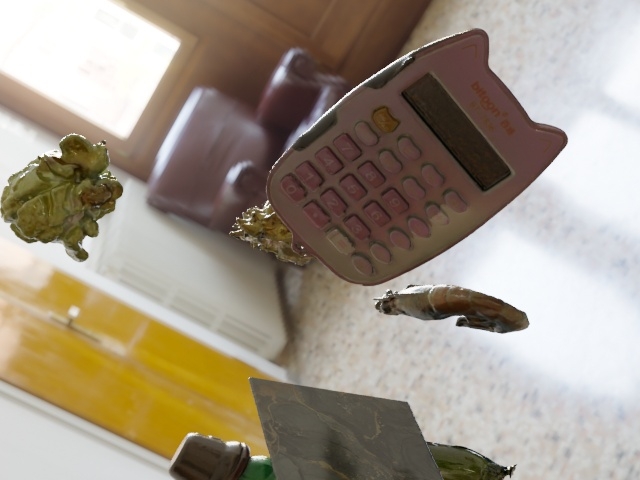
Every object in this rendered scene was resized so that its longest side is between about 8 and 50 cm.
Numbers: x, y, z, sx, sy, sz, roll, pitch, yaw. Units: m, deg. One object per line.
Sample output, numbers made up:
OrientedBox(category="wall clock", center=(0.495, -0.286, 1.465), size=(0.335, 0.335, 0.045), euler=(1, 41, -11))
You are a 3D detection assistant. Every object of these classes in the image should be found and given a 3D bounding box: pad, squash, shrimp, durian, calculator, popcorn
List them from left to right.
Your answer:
OrientedBox(category="popcorn", center=(-0.318, -0.053, 1.377), size=(0.135, 0.141, 0.162), euler=(51, 147, 46))
OrientedBox(category="durian", center=(0.002, -0.009, 1.432), size=(0.140, 0.224, 0.078), euler=(121, 163, -77))
OrientedBox(category="pad", center=(0.050, 0.296, 1.471), size=(0.367, 0.248, 0.007), euler=(-113, 39, -61))
OrientedBox(category="calculator", center=(0.085, -0.074, 1.141), size=(0.294, 0.194, 0.043), euler=(-36, 22, 20))
OrientedBox(category="squash", center=(0.182, 0.396, 2.030), size=(0.087, 0.331, 0.087), euler=(6, -90, -69))
OrientedBox(category="shrimp", center=(0.180, 0.100, 1.584), size=(0.251, 0.143, 0.052), euler=(7, 69, 48))

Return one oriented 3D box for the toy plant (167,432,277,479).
OrientedBox(category="toy plant", center=(-0.119, 0.352, 1.655), size=(0.143, 0.200, 0.105), euler=(-55, 10, 38))
